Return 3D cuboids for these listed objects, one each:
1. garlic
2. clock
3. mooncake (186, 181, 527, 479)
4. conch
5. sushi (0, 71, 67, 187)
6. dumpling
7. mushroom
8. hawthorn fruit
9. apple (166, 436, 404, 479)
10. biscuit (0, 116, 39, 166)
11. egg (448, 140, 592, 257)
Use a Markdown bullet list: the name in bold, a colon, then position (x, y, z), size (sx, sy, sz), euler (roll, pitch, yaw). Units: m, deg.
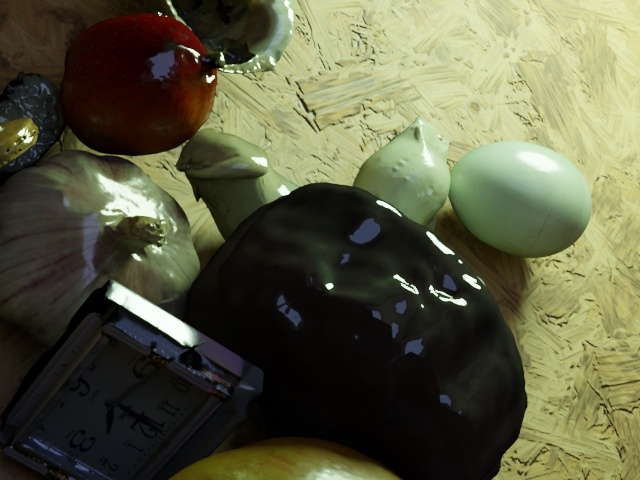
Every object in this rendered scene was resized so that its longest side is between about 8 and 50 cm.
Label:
- **garlic**: position (-0.222, 0.006, 1.547), size (0.245, 0.253, 0.245), euler (10, 70, -28)
- **clock**: position (-0.194, 0.162, 1.487), size (0.186, 0.253, 0.083), euler (33, 33, -16)
- **mooncake**: position (0.041, 0.135, 1.559), size (0.212, 0.350, 0.381), euler (-45, 111, -37)
- **conch**: position (-0.145, -0.322, 1.807), size (0.324, 0.186, 0.263), euler (-20, 93, -49)
- **sushi**: position (-0.345, -0.114, 1.636), size (0.090, 0.078, 0.150), euler (42, 49, -15)
- **dumpling**: position (0.110, -0.054, 1.896), size (0.155, 0.181, 0.111), euler (42, 6, -43)
- **mushroom**: position (-0.001, -0.001, 1.744), size (0.397, 0.177, 0.126), euler (27, 62, -15)
- **hawthorn fruit**: position (-0.192, -0.171, 1.641), size (0.169, 0.188, 0.169), euler (-3, 90, -70)
- **apple**: position (-0.060, 0.359, 1.374), size (0.333, 0.400, 0.400), euler (47, 50, 4)
- **biscuit**: position (-0.426, -0.043, 1.450), size (0.339, 0.216, 0.047), euler (-35, 112, -27)
- **egg**: position (0.262, -0.056, 1.956), size (0.209, 0.151, 0.151), euler (13, 59, -24)
